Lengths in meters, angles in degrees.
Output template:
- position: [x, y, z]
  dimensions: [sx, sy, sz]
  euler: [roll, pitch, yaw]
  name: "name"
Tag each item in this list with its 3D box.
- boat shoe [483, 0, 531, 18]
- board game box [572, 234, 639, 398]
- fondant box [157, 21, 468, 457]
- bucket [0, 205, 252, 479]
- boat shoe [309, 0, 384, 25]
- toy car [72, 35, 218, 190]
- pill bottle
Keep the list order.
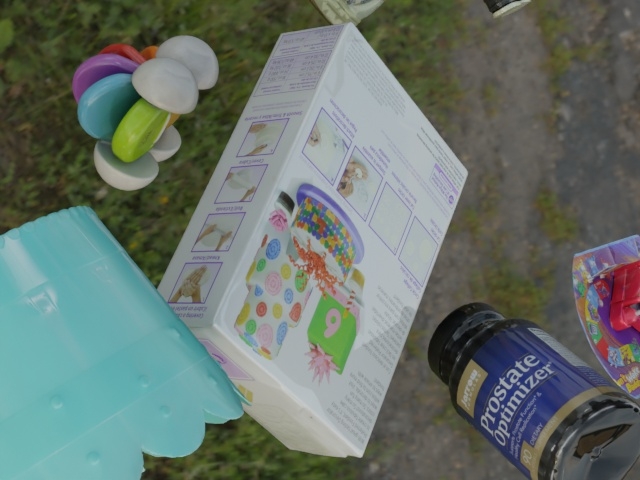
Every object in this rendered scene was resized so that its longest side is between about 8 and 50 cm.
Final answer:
- position: [0.268, -0.346, 1.853]
  dimensions: [0.042, 0.049, 0.133]
  euler: [61, 24, 1]
  name: "boat shoe"
- position: [0.287, 0.060, 1.125]
  dimensions: [0.168, 0.033, 0.133]
  euler: [-13, 80, -46]
  name: "board game box"
- position: [0.000, 0.000, 1.203]
  dimensions: [0.238, 0.096, 0.330]
  euler: [47, 55, -39]
  name: "fondant box"
- position: [-0.210, 0.116, 0.887]
  dimensions: [0.281, 0.281, 0.183]
  euler: [-29, 85, -44]
  name: "bucket"
- position: [-0.019, -0.343, 1.382]
  dimensions: [0.285, 0.089, 0.105]
  euler: [45, 18, -46]
  name: "boat shoe"
- position: [-0.208, -0.160, 1.444]
  dimensions: [0.136, 0.159, 0.182]
  euler: [32, 30, -3]
  name: "toy car"
- position: [0.204, 0.153, 1.270]
  dimensions: [0.122, 0.219, 0.123]
  euler: [-17, 124, -26]
  name: "pill bottle"
